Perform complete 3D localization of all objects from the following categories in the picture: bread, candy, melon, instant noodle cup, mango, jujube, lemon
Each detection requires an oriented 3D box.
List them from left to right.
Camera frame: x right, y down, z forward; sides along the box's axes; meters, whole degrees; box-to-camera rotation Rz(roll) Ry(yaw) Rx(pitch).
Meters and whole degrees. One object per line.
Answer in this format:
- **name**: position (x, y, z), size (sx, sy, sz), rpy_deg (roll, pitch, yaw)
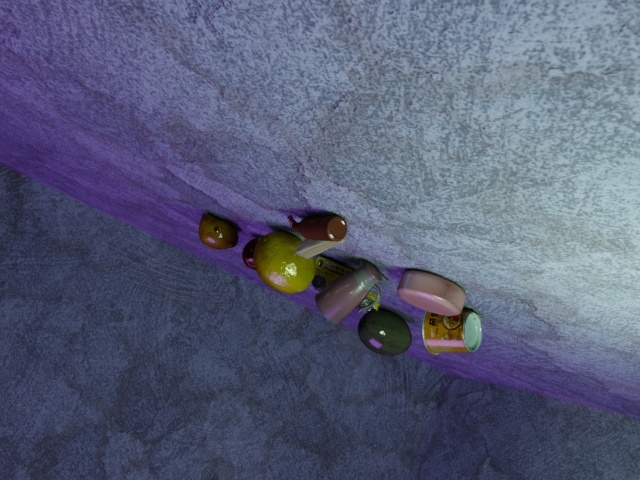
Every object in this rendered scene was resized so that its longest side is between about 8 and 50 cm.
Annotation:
- **mango**: position (-0.462, -0.023, 2.232), size (0.166, 0.136, 0.236), rpy_deg (18, 170, 6)
- **jujube**: position (-0.268, 0.076, 2.273), size (0.155, 0.155, 0.230), rpy_deg (18, 174, 19)
- **lemon**: position (-0.144, 0.088, 1.952), size (0.263, 0.235, 0.236), rpy_deg (19, 166, -11)
- **bread**: position (-0.001, 0.020, 1.744), size (0.152, 0.105, 0.077), rpy_deg (12, 168, 39)
- **melon**: position (0.352, 0.501, 2.643), size (0.302, 0.237, 0.237), rpy_deg (26, 165, -17)
- **candy**: position (0.400, 0.194, 1.769), size (0.255, 0.094, 0.255), rpy_deg (21, 165, 6)
- **instant noodle cup**: position (0.536, 0.359, 1.960), size (0.172, 0.215, 0.216), rpy_deg (-4, 151, 42)

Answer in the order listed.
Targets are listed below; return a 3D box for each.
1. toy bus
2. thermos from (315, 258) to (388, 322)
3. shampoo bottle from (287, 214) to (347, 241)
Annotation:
- **toy bus**: position (0.111, 0.191, 2.088), size (0.330, 0.152, 0.144), rpy_deg (24, 171, 7)
- **thermos**: position (0.127, 0.201, 1.893), size (0.146, 0.265, 0.176), rpy_deg (2, -128, -59)
- **shampoo bottle**: position (-0.018, -0.042, 1.596), size (0.085, 0.085, 0.244), rpy_deg (34, 163, -35)
